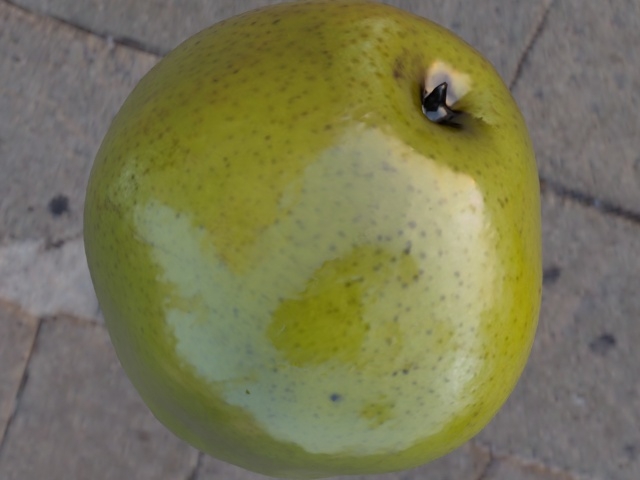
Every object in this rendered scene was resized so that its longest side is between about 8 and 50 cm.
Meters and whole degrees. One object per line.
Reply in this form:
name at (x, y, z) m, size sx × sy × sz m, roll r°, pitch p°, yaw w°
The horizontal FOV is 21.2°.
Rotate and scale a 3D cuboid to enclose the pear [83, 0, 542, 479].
pear at (0.000, 0.000, 1.010) m, size 0.294 × 0.294 × 0.294 m, roll 1°, pitch 121°, yaw 2°
